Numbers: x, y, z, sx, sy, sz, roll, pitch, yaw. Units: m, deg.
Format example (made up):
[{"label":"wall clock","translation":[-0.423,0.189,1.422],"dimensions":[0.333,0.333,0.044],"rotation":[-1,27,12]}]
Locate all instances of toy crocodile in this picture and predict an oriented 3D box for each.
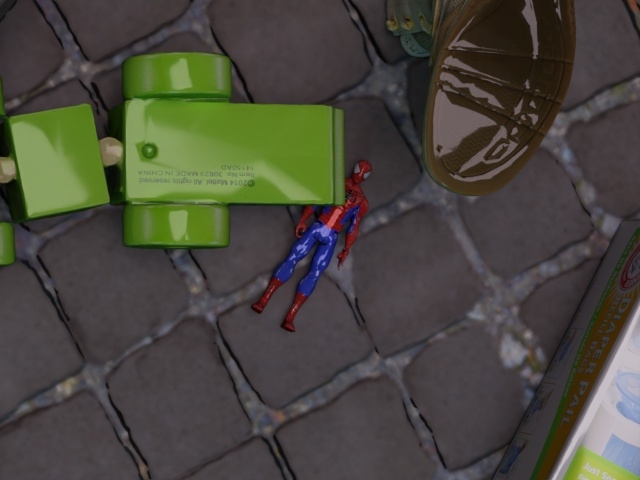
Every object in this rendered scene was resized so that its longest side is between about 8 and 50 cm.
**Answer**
[{"label":"toy crocodile","translation":[-0.149,-0.045,1.134],"dimensions":[0.341,0.105,0.115],"rotation":[-5,90,-16]}]

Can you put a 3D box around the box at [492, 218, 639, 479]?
[{"label":"box","translation":[0.206,0.097,1.190],"dimensions":[0.114,0.103,0.203],"rotation":[29,84,-10]}]

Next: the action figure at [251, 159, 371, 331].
[{"label":"action figure","translation":[0.000,0.000,1.191],"dimensions":[0.038,0.030,0.115],"rotation":[30,81,-4]}]

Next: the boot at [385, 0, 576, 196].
[{"label":"boot","translation":[0.086,-0.120,1.139],"dimensions":[0.077,0.165,0.213],"rotation":[17,79,-16]}]

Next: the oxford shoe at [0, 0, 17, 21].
[{"label":"oxford shoe","translation":[-0.250,-0.130,1.045],"dimensions":[0.227,0.083,0.096],"rotation":[-34,133,-14]}]
